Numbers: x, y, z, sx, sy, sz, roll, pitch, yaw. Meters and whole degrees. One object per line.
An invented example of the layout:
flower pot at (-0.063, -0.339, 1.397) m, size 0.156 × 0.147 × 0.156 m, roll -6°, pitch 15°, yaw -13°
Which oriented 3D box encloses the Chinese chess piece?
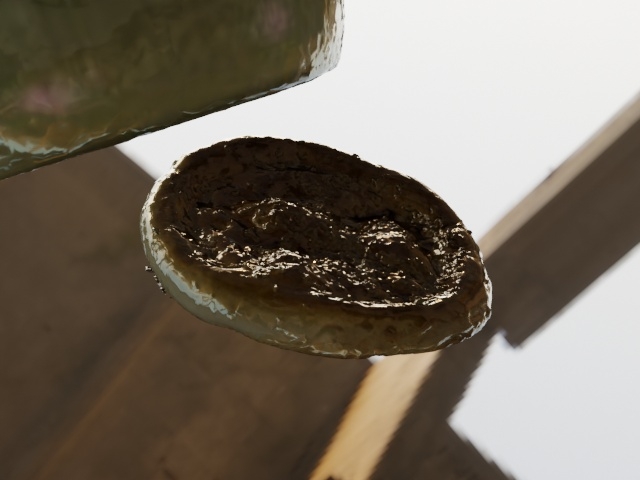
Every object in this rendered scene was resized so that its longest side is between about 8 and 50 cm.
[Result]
Chinese chess piece at (-0.065, -0.048, 0.447) m, size 0.144 × 0.144 × 0.058 m, roll -24°, pitch -81°, yaw -48°

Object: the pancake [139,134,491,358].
pancake at (0.000, 0.000, 0.774) m, size 0.158 × 0.028 × 0.158 m, roll 10°, pitch -151°, yaw -6°
